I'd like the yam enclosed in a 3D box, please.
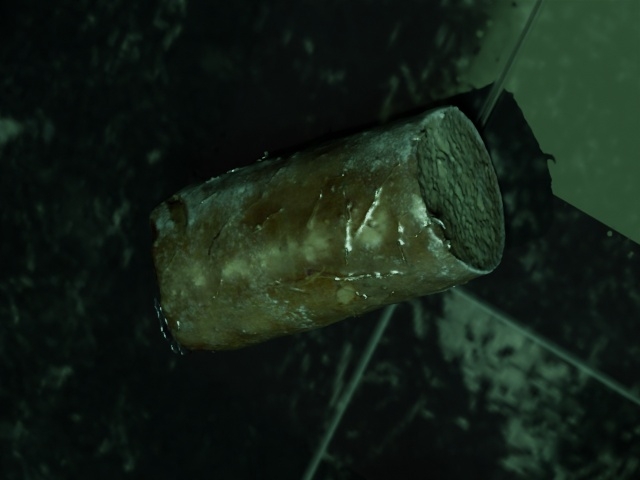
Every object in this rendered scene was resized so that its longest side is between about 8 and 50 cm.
[{"bbox_3d":[0.000,-0.002,0.785,0.141,0.079,0.079,-16,96,26],"label":"yam"}]
